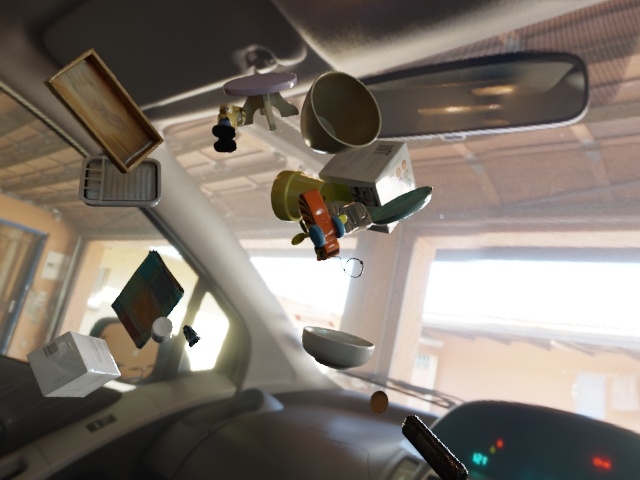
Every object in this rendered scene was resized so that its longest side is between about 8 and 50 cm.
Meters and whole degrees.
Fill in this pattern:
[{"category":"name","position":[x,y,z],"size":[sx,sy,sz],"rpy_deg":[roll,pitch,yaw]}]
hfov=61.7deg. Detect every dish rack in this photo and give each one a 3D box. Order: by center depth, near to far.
[{"category":"dish rack","position":[-0.872,-0.247,2.355],"size":[0.333,0.285,0.072],"rpy_deg":[-1,-38,-16]}]

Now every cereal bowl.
[{"category":"cereal bowl","position":[0.067,0.500,2.447],"size":[0.339,0.141,0.339],"rpy_deg":[15,0,0]}]

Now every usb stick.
[{"category":"usb stick","position":[0.325,0.611,1.560],"size":[0.045,0.077,0.278],"rpy_deg":[19,8,-27]}]

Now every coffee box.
[{"category":"coffee box","position":[0.249,-0.283,2.723],"size":[0.338,0.337,0.334],"rpy_deg":[12,-41,35]}]

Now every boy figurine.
[{"category":"boy figurine","position":[-0.323,-0.401,1.903],"size":[0.092,0.177,0.285],"rpy_deg":[1,30,1]}]

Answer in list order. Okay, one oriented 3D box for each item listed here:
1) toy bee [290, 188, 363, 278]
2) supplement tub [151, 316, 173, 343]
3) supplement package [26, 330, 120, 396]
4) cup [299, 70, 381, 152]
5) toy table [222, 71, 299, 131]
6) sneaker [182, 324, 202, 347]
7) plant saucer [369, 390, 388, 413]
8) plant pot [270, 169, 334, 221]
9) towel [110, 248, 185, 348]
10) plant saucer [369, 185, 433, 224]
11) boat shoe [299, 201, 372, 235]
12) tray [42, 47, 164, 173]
[{"category":"toy bee","position":[0.000,0.000,1.662],"size":[0.195,0.298,0.162],"rpy_deg":[-1,-21,-20]},{"category":"supplement tub","position":[-0.544,0.309,1.841],"size":[0.071,0.071,0.107],"rpy_deg":[16,-28,-12]},{"category":"supplement package","position":[-0.720,0.370,1.583],"size":[0.139,0.134,0.244],"rpy_deg":[-29,-15,-8]},{"category":"cup","position":[0.046,-0.486,2.191],"size":[0.331,0.331,0.237],"rpy_deg":[19,-25,-26]},{"category":"toy table","position":[-0.219,-0.531,2.034],"size":[0.274,0.252,0.161],"rpy_deg":[-7,-56,-1]},{"category":"sneaker","position":[-0.533,0.385,2.180],"size":[0.073,0.063,0.162],"rpy_deg":[54,-17,-19]},{"category":"plant saucer","position":[0.219,0.595,1.971],"size":[0.083,0.083,0.015],"rpy_deg":[2,-21,42]},{"category":"plant pot","position":[-0.074,-0.208,2.582],"size":[0.239,0.254,0.254],"rpy_deg":[8,-13,29]},{"category":"towel","position":[-0.759,0.258,2.334],"size":[0.271,0.370,0.040],"rpy_deg":[49,21,21]},{"category":"plant saucer","position":[0.357,-0.147,2.367],"size":[0.317,0.317,0.043],"rpy_deg":[-9,-66,60]},{"category":"boat shoe","position":[0.043,-0.050,1.883],"size":[0.130,0.132,0.355],"rpy_deg":[-35,-18,36]},{"category":"tray","position":[-0.794,-0.471,1.992],"size":[0.076,0.203,0.411],"rpy_deg":[8,-40,48]}]
